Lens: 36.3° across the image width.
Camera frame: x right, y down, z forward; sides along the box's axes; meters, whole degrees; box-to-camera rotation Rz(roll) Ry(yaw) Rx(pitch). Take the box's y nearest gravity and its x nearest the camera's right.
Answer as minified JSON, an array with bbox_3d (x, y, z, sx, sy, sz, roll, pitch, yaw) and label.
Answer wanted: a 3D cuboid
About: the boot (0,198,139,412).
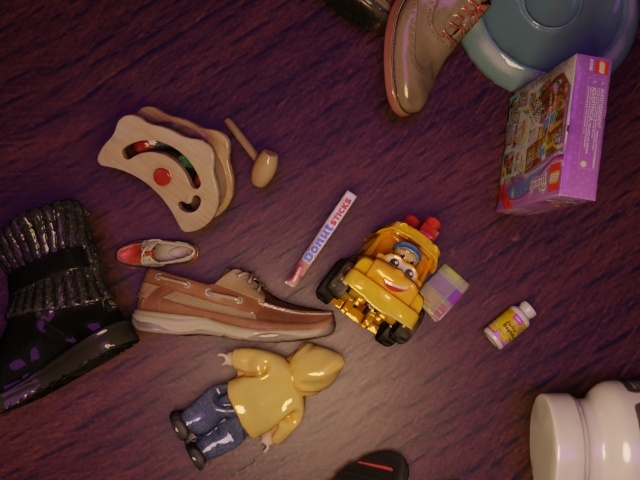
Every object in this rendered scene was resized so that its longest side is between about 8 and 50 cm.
[{"bbox_3d":[-0.473,0.116,1.524,0.347,0.131,0.260,-29,83,3],"label":"boot"}]

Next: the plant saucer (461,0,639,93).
[{"bbox_3d":[0.381,-0.395,1.622,0.317,0.044,0.318,0,87,-1],"label":"plant saucer"}]

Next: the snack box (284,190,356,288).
[{"bbox_3d":[0.000,0.000,1.574,0.022,0.064,0.178,34,86,0],"label":"snack box"}]

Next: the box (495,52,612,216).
[{"bbox_3d":[0.345,-0.147,1.477,0.057,0.293,0.201,9,86,-7],"label":"box"}]

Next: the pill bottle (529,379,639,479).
[{"bbox_3d":[0.518,0.317,1.490,0.362,0.210,0.210,0,86,-1],"label":"pill bottle"}]

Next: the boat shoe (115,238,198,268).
[{"bbox_3d":[-0.266,0.021,1.579,0.137,0.043,0.049,-1,88,0],"label":"boat shoe"}]

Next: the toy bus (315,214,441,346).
[{"bbox_3d":[0.115,0.041,1.504,0.149,0.220,0.211,37,80,-2],"label":"toy bus"}]

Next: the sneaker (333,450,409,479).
[{"bbox_3d":[0.056,0.483,1.532,0.115,0.136,0.314,12,64,34],"label":"sneaker"}]

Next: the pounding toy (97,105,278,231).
[{"bbox_3d":[-0.205,-0.117,1.578,0.269,0.155,0.154,21,114,10],"label":"pounding toy"}]

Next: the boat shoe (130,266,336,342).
[{"bbox_3d":[-0.135,0.099,1.540,0.324,0.123,0.117,5,84,-2],"label":"boat shoe"}]

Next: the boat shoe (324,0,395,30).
[{"bbox_3d":[-0.001,-0.476,1.590,0.324,0.122,0.120,35,81,-7],"label":"boat shoe"}]

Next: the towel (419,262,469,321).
[{"bbox_3d":[0.197,0.085,1.600,0.060,0.009,0.083,42,86,3],"label":"towel"}]

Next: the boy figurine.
[{"bbox_3d":[-0.098,0.240,1.539,0.285,0.092,0.177,-31,99,-5],"label":"boy figurine"}]

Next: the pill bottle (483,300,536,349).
[{"bbox_3d":[0.309,0.135,1.581,0.083,0.043,0.043,-40,88,-3],"label":"pill bottle"}]

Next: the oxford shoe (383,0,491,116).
[{"bbox_3d":[0.196,-0.363,1.554,0.130,0.123,0.348,13,86,33],"label":"oxford shoe"}]
